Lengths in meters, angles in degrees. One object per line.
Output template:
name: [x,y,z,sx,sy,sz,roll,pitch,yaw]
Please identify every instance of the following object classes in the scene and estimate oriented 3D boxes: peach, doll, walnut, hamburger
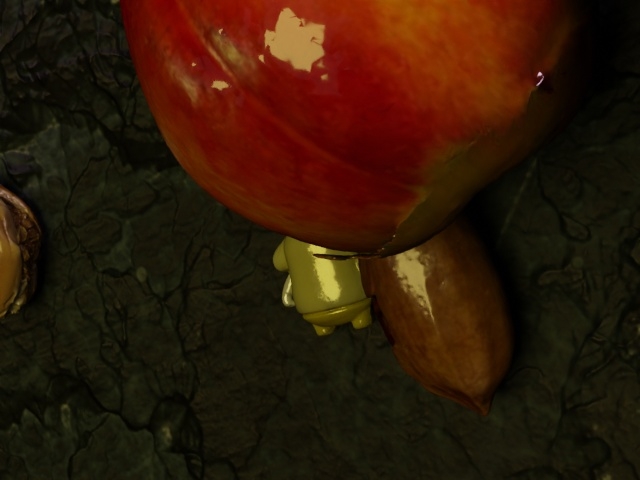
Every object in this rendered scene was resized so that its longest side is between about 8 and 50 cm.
peach: [0.013,-0.176,1.140,0.370,0.370,0.370,8,105,30]
doll: [0.000,0.000,1.353,0.106,0.062,0.162,-13,96,34]
walnut: [0.097,0.049,1.283,0.116,0.116,0.207,-21,97,34]
hamburger: [-0.346,0.006,1.558,0.147,0.083,0.138,23,108,22]
